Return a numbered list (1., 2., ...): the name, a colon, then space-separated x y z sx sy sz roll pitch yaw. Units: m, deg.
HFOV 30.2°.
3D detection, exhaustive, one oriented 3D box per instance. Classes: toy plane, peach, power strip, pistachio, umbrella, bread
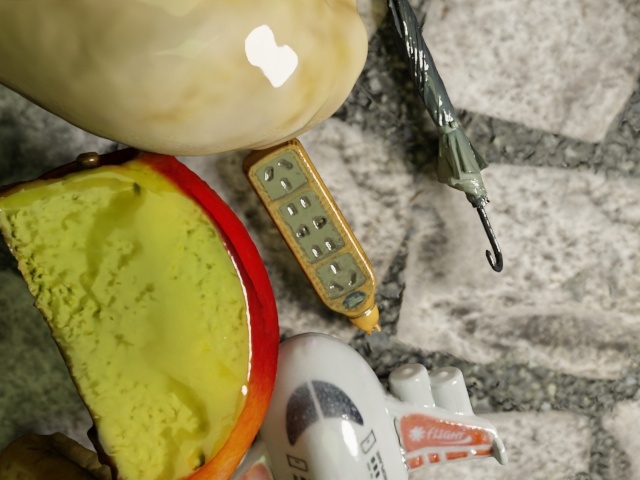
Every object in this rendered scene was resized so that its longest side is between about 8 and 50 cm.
1. toy plane: 0.019 0.189 0.915 0.252 0.118 0.252 -2 103 -7
2. peach: -0.104 0.059 0.835 0.154 0.159 0.267 -24 94 5
3. power strip: 0.000 0.000 0.903 0.049 0.028 0.178 -30 107 2
4. pistachio: -0.120 -0.172 0.745 0.321 0.229 0.238 25 135 -4
5. umbrella: 0.087 -0.101 0.888 0.044 0.044 0.268 -17 99 25
6. bread: -0.156 0.229 0.878 0.211 0.083 0.113 25 111 24
